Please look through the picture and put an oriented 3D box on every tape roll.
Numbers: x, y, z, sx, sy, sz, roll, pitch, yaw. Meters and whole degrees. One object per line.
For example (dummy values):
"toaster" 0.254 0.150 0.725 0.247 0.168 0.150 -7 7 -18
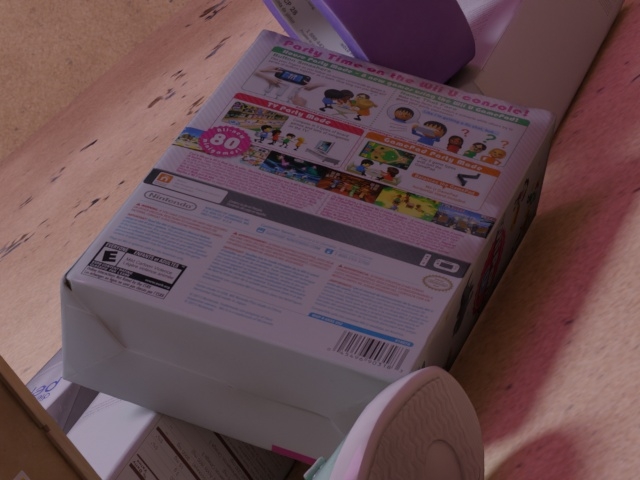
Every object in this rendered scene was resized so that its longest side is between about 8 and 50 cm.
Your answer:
"tape roll" 0.023 -0.181 1.458 0.080 0.189 0.189 -41 16 -8

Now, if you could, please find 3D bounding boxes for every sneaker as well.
"sneaker" -0.016 0.166 1.046 0.151 0.094 0.256 -15 29 41

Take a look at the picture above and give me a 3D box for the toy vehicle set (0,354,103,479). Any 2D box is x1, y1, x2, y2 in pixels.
"toy vehicle set" -0.168 0.182 1.029 0.035 0.267 0.166 -21 22 43

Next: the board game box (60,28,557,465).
"board game box" 0.000 0.000 1.281 0.224 0.097 0.303 18 42 15

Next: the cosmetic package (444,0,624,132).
"cosmetic package" 0.053 -0.101 1.671 0.377 0.097 0.284 -25 19 38

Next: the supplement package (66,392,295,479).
"supplement package" -0.105 0.155 1.267 0.105 0.105 0.179 -22 21 39

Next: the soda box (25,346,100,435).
"soda box" -0.222 0.192 1.438 0.091 0.098 0.286 -16 25 52
